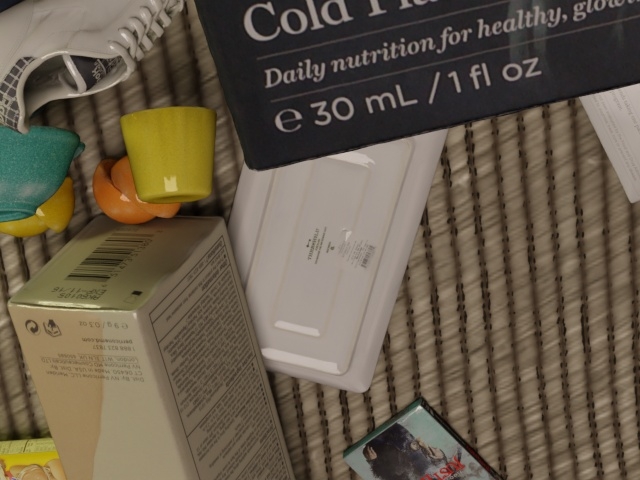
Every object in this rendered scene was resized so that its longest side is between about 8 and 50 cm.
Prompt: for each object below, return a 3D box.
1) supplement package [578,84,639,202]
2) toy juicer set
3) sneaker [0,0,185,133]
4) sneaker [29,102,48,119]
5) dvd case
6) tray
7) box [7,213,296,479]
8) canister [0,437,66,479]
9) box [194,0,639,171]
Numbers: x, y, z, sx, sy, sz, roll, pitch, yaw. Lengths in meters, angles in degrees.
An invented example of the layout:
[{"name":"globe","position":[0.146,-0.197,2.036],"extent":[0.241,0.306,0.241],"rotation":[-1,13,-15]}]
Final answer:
[{"name":"supplement package","position":[0.297,-0.153,1.361],"extent":[0.244,0.139,0.134],"rotation":[-23,113,16]},{"name":"toy juicer set","position":[-0.246,-0.054,1.435],"extent":[0.329,0.209,0.089],"rotation":[-4,83,-10]},{"name":"sneaker","position":[-0.143,-0.157,1.366],"extent":[0.235,0.095,0.090],"rotation":[-35,149,-16]},{"name":"sneaker","position":[-0.300,-0.090,1.490],"extent":[0.209,0.069,0.082],"rotation":[-13,150,1]},{"name":"dvd case","position":[0.090,0.194,1.635],"extent":[0.087,0.013,0.119],"rotation":[-37,111,21]},{"name":"tray","position":[0.000,0.000,1.528],"extent":[0.145,0.030,0.270],"rotation":[13,118,-4]},{"name":"box","position":[-0.118,0.147,1.535],"extent":[0.121,0.148,0.311],"rotation":[2,120,28]},{"name":"canister","position":[-0.252,0.223,1.642],"extent":[0.170,0.073,0.126],"rotation":[-5,118,5]},{"name":"box","position":[0.127,-0.349,1.108],"extent":[0.480,0.297,0.472],"rotation":[-13,117,10]}]
